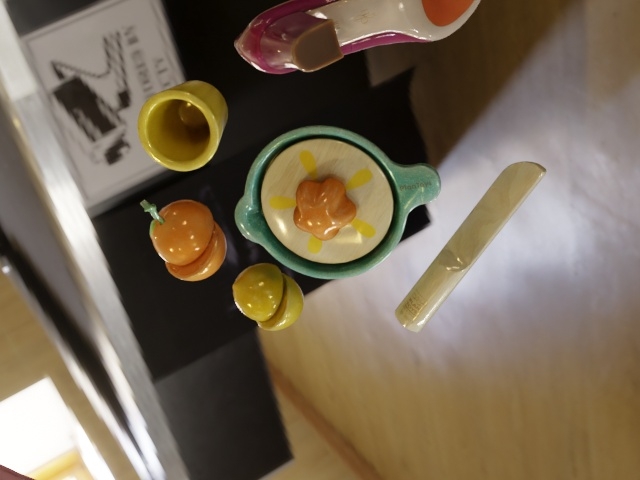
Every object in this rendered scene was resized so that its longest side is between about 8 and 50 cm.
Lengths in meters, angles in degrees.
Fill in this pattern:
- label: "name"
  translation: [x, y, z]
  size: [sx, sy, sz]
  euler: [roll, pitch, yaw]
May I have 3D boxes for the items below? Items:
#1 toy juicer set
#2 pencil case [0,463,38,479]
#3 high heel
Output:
- label: "toy juicer set"
  translation: [0.000, 0.000, 0.937]
  size: [0.089, 0.329, 0.209]
  euler: [-65, -12, -63]
- label: "pencil case"
  translation: [-0.235, 0.279, 1.038]
  size: [0.124, 0.284, 0.124]
  euler: [-163, 90, -82]
- label: "high heel"
  translation: [0.060, -0.341, 1.637]
  size: [0.181, 0.377, 0.127]
  euler: [24, 130, 53]
